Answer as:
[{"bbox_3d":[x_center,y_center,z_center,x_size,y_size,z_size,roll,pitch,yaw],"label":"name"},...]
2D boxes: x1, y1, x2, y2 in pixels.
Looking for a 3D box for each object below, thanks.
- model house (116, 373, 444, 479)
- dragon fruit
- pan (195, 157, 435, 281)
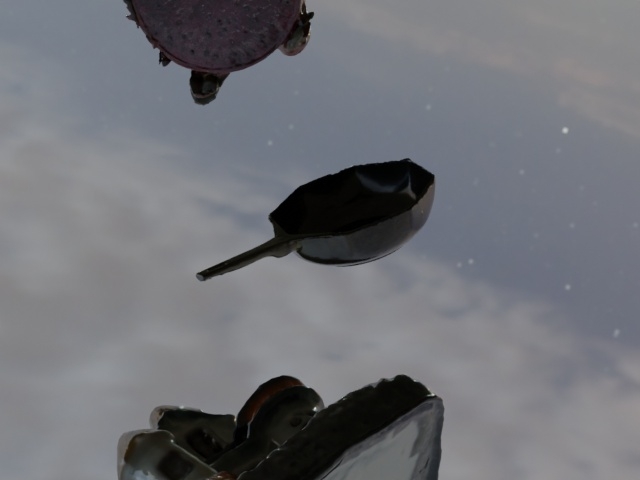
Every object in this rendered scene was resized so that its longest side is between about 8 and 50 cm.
[{"bbox_3d":[-0.075,0.202,1.066,0.301,0.190,0.271,25,-139,39],"label":"model house"},{"bbox_3d":[-0.055,-0.156,0.629,0.112,0.126,0.068,-20,-151,14],"label":"dragon fruit"},{"bbox_3d":[-0.005,-0.004,0.872,0.202,0.048,0.128,-20,-159,-10],"label":"pan"}]
